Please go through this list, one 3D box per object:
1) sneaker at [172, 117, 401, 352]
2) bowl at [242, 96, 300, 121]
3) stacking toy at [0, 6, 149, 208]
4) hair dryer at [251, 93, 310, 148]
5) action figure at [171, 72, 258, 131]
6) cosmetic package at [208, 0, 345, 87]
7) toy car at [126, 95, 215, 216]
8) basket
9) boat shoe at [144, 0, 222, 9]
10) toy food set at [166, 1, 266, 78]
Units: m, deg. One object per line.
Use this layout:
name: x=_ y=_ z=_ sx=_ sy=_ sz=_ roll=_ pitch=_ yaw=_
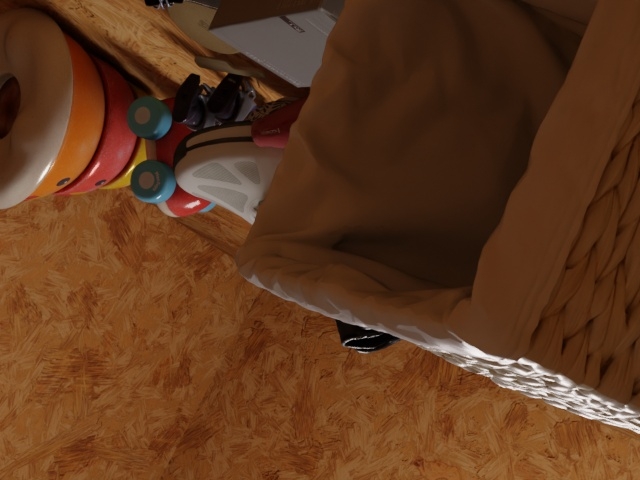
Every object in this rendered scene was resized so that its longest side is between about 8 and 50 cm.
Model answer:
sneaker: x=0.001 y=0.000 z=1.428 sx=0.447 sy=0.257 sz=0.169 roll=11 pitch=152 yaw=1
bowl: x=-0.042 y=-0.153 z=1.524 sx=0.170 sy=0.080 sz=0.170 roll=9 pitch=153 yaw=5
stacking toy: x=-0.405 y=-0.203 z=1.965 sx=0.350 sy=0.351 sz=0.480 roll=20 pitch=-173 yaw=42
hair dryer: x=0.029 y=-0.086 z=1.325 sx=0.293 sy=0.223 sz=0.080 roll=36 pitch=-159 yaw=23
action figure: x=-0.100 y=-0.170 z=1.657 sx=0.185 sy=0.099 sz=0.285 roll=14 pitch=170 yaw=31
cosmetic package: x=0.006 y=-0.215 z=0.999 sx=0.127 sy=0.107 sz=0.238 roll=29 pitch=169 yaw=-27
toy car: x=-0.177 y=-0.154 z=1.846 sx=0.238 sy=0.210 sz=0.219 roll=-6 pitch=174 yaw=18
basket: x=0.163 y=-0.061 z=0.710 sx=0.266 sy=0.331 sz=0.328 roll=25 pitch=174 yaw=-25
boat shoe: x=-0.176 y=-0.291 z=1.187 sx=0.183 sy=0.066 sz=0.066 roll=25 pitch=155 yaw=13
toy food set: x=-0.138 y=-0.280 z=1.313 sx=0.132 sy=0.038 sz=0.192 roll=17 pitch=156 yaw=30
